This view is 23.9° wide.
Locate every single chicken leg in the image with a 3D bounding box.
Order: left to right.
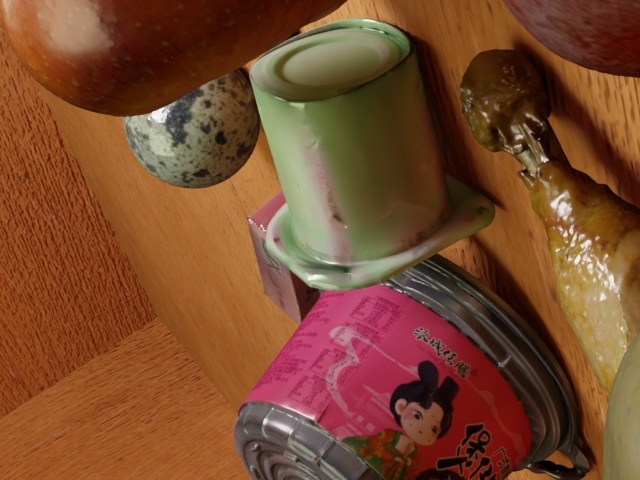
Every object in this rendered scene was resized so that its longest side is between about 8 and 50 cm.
[{"bbox_3d":[0.151,-0.002,0.840,0.251,0.087,0.107,59,158,23],"label":"chicken leg"}]

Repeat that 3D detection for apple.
[{"bbox_3d":[-0.086,-0.184,0.919,0.210,0.235,0.173,-17,104,54],"label":"apple"}]

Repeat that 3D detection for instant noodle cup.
[{"bbox_3d":[0.049,0.145,1.198,0.302,0.181,0.258,38,155,10],"label":"instant noodle cup"}]

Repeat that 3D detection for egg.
[{"bbox_3d":[-0.128,-0.124,1.481,0.132,0.132,0.172,65,178,-33],"label":"egg"}]

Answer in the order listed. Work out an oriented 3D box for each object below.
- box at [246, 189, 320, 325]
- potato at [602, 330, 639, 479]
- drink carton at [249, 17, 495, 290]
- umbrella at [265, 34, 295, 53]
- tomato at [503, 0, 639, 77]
[{"bbox_3d":[0.000,0.000,1.347,0.060,0.111,0.156,43,164,23],"label":"box"},{"bbox_3d":[0.230,0.163,0.620,0.243,0.221,0.326,19,131,55],"label":"potato"},{"bbox_3d":[0.020,-0.067,1.056,0.146,0.144,0.142,40,153,52],"label":"drink carton"},{"bbox_3d":[-0.037,-0.171,1.252,0.036,0.031,0.133,-95,-16,-54],"label":"umbrella"},{"bbox_3d":[0.118,-0.124,0.501,0.167,0.167,0.167,53,167,18],"label":"tomato"}]
